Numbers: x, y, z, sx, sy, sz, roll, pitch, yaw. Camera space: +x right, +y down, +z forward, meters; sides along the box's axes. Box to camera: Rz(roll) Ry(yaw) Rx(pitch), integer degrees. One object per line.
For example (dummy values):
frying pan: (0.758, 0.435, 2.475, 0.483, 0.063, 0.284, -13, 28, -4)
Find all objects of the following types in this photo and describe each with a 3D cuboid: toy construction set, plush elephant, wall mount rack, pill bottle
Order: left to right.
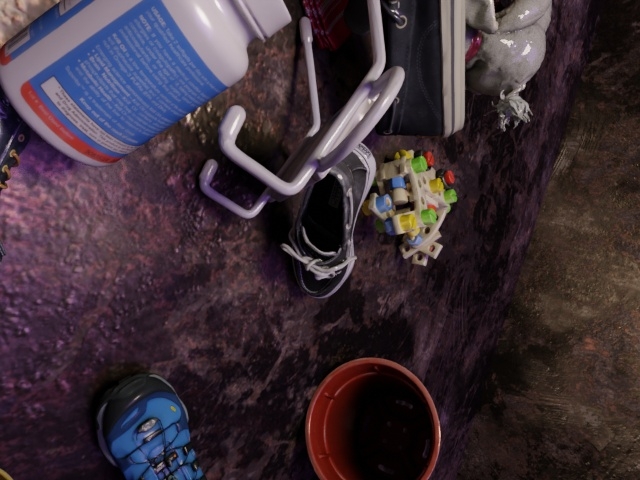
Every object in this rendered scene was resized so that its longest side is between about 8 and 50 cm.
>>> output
pill bottle: (-0.141, -0.169, 0.363, 0.221, 0.124, 0.124, -29, 138, 9)
wall mount rack: (-0.019, -0.177, 0.504, 0.130, 0.350, 0.304, 36, 75, -15)
toy construction set: (0.205, -0.067, 0.892, 0.328, 0.151, 0.215, 36, 50, -59)
plush elephant: (0.262, -0.377, 0.777, 0.255, 0.272, 0.330, 21, 58, -21)

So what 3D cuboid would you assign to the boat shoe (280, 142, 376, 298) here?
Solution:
boat shoe: (0.004, 0.002, 0.634, 0.105, 0.113, 0.306, -56, 171, -44)

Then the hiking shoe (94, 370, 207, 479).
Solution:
hiking shoe: (-0.195, 0.306, 0.559, 0.113, 0.132, 0.304, -32, 127, -40)

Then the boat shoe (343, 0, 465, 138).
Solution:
boat shoe: (0.101, -0.348, 0.570, 0.500, 0.156, 0.186, 69, 17, -45)

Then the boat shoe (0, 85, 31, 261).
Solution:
boat shoe: (-0.285, -0.064, 0.358, 0.083, 0.065, 0.183, -28, 123, -40)

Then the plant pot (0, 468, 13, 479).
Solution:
plant pot: (-0.350, 0.289, 0.383, 0.134, 0.134, 0.095, -18, 144, -46)

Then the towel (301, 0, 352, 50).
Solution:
towel: (0.017, -0.448, 0.609, 0.199, 0.031, 0.275, -53, 138, -25)

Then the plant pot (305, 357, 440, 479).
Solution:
plant pot: (0.140, 0.425, 0.937, 0.272, 0.272, 0.265, -61, 149, -15)
